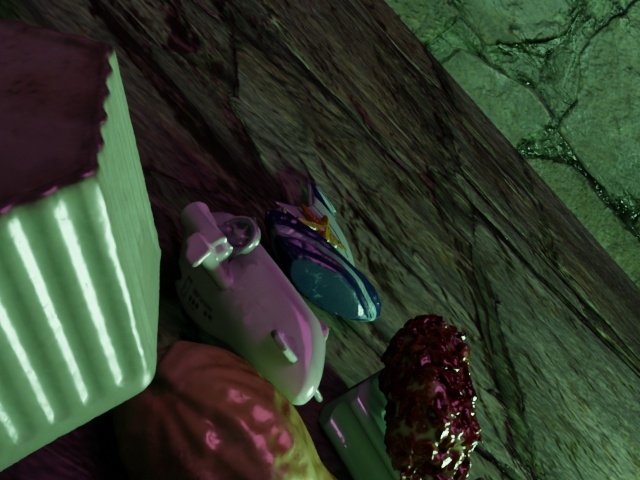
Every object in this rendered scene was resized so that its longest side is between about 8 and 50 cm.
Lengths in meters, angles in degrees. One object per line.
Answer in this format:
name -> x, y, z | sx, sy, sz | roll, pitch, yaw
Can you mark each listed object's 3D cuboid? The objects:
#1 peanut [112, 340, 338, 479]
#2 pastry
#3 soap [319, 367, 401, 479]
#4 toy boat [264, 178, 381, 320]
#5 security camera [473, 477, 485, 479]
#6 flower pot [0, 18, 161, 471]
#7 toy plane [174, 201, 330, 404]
peanut -> -0.044, 0.217, 0.671 | 0.313, 0.149, 0.149 | 56, 25, -9
pastry -> 0.117, 0.167, 0.899 | 0.097, 0.115, 0.209 | 29, 35, -19
soap -> 0.088, 0.253, 0.938 | 0.198, 0.066, 0.119 | 58, 24, 9
toy boat -> 0.000, 0.000, 1.141 | 0.220, 0.067, 0.291 | 44, 16, -22
security camera -> 0.157, 0.294, 1.039 | 0.092, 0.058, 0.058 | 42, 25, 3
flower pot -> -0.215, -0.003, 0.496 | 0.190, 0.209, 0.239 | 89, -4, -47
toy plane -> -0.075, 0.067, 0.814 | 0.245, 0.117, 0.245 | 54, -5, 7
